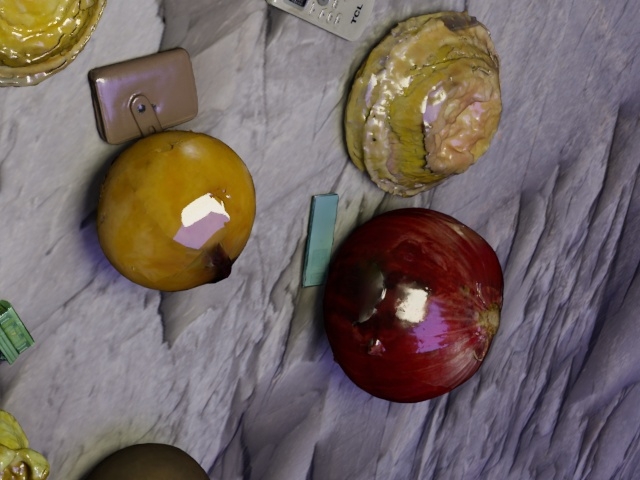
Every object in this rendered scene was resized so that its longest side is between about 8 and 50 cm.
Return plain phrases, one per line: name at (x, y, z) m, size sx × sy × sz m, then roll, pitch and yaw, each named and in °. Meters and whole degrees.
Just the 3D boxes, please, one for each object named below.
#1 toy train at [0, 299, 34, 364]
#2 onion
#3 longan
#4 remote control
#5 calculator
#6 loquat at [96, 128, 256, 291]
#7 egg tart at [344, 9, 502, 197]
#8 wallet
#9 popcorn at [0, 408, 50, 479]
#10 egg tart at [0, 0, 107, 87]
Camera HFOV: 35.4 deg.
toy train at (-0.452, 0.131, 1.436) m, size 0.056 × 0.038 × 0.093 m, roll -40°, pitch 130°, yaw -25°
onion at (0.153, 0.115, 1.717) m, size 0.341 × 0.341 × 0.341 m, roll -18°, pitch 121°, yaw -31°
longan at (-0.270, 0.445, 1.597) m, size 0.258 × 0.258 × 0.258 m, roll -18°, pitch 121°, yaw -31°
remote control at (0.005, -0.375, 1.553) m, size 0.190 × 0.029 × 0.087 m, roll 16°, pitch 101°, yaw -42°
calculator at (0.000, 0.000, 1.741) m, size 0.057 × 0.018 × 0.171 m, roll -10°, pitch 117°, yaw -36°
loquat at (-0.203, -0.041, 1.419) m, size 0.235 × 0.235 × 0.235 m, roll -18°, pitch 121°, yaw -31°
egg tart at (0.203, -0.222, 1.712) m, size 0.352 × 0.150 × 0.351 m, roll -20°, pitch 126°, yaw -30°
wallet at (-0.249, -0.205, 1.431) m, size 0.153 × 0.039 × 0.117 m, roll -24°, pitch 122°, yaw -29°
popcorn at (-0.482, 0.321, 1.398) m, size 0.168 × 0.195 × 0.173 m, roll -34°, pitch 122°, yaw -23°
egg tart at (-0.367, -0.325, 1.230) m, size 0.291 × 0.107 × 0.290 m, roll -18°, pitch 122°, yaw -31°
